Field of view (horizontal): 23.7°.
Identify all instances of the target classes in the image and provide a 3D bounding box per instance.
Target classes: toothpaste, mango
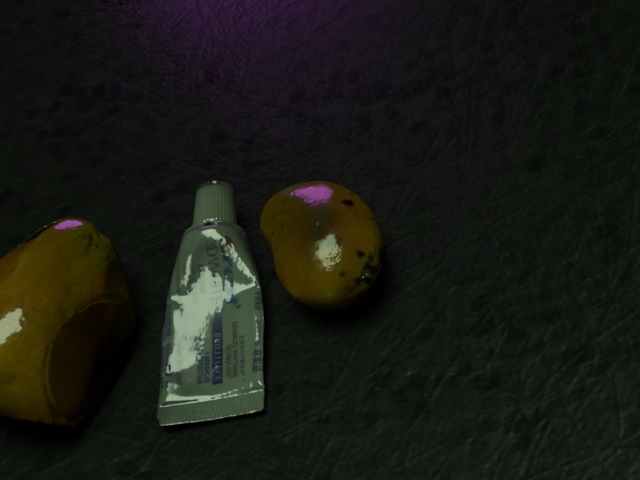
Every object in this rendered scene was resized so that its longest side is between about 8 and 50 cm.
[{"bbox_3d":[-0.112,0.060,1.560,0.099,0.068,0.282,-30,45,34],"label":"toothpaste"},{"bbox_3d":[-0.292,0.076,1.563,0.166,0.136,0.236,7,48,31],"label":"mango"},{"bbox_3d":[0.003,-0.001,1.545,0.115,0.090,0.178,-30,37,5],"label":"mango"}]
